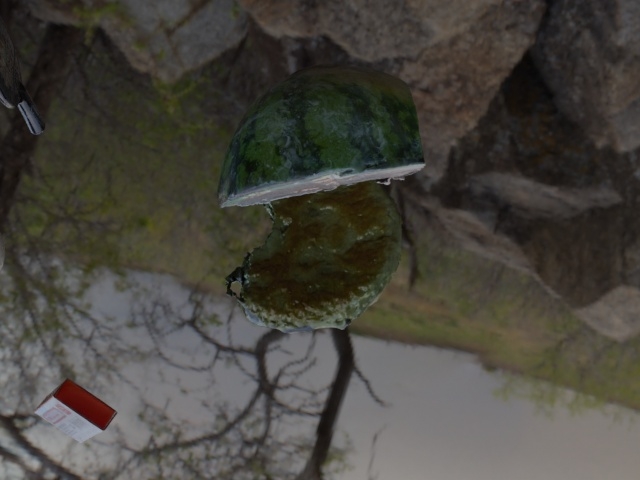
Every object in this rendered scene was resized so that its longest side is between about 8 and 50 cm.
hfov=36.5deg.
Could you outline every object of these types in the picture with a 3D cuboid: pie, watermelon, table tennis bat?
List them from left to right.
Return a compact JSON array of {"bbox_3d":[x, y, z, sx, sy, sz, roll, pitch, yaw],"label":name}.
[{"bbox_3d":[-0.480,-0.253,1.497,0.027,0.150,0.236,-12,144,1],"label":"table tennis bat"},{"bbox_3d":[-0.014,-0.128,1.334,0.305,0.224,0.180,-11,131,7],"label":"watermelon"},{"bbox_3d":[0.000,0.000,1.739,0.296,0.371,0.078,11,153,14],"label":"pie"}]

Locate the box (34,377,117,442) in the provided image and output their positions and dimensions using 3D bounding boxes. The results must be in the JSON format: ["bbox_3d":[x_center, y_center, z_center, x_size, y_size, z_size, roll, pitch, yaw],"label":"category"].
[{"bbox_3d":[-0.491,0.342,1.932,0.123,0.050,0.229,37,151,-10],"label":"box"}]

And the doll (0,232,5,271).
[{"bbox_3d":[-0.619,0.037,1.536,0.221,0.221,0.251,10,140,24],"label":"doll"}]
